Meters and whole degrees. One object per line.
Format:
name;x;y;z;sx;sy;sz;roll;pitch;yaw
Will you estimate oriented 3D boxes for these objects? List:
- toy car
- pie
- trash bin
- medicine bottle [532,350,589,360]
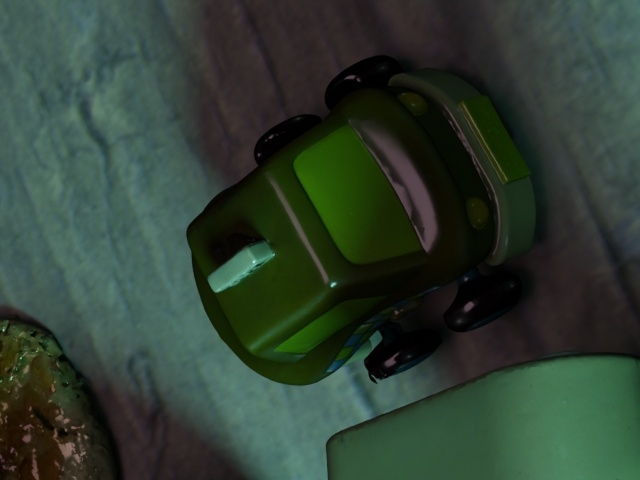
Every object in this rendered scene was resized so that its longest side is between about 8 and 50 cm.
toy car;0.000;0.000;1.085;0.248;0.198;0.204;-37;77;42
pie;-0.293;0.204;1.497;0.274;0.055;0.274;7;102;37
trash bin;0.098;0.204;0.828;0.243;0.121;0.247;-29;61;51
medicine bottle;0.248;0.225;0.920;0.395;0.243;0.242;43;127;43
